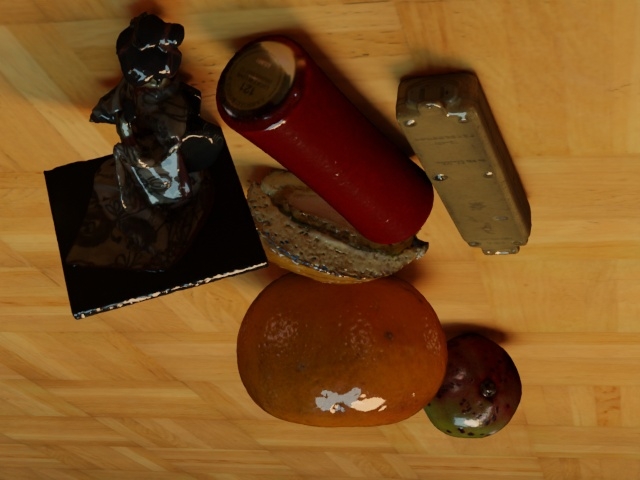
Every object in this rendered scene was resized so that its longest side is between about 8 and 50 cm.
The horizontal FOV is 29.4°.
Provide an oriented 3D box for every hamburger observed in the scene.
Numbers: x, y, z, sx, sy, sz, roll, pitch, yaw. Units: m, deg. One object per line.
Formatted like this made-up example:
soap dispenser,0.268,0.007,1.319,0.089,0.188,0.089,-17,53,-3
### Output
hamburger,0.002,0.003,1.129,0.176,0.087,0.102,9,157,-19

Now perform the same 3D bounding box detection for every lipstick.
lipstick,0.010,-0.071,0.948,0.080,0.080,0.241,-7,157,26

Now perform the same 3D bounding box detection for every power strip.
power strip,0.125,-0.057,1.014,0.064,0.044,0.305,-4,156,18

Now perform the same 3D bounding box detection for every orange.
orange,0.024,0.111,1.297,0.224,0.170,0.224,0,180,0

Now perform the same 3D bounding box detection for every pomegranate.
pomegranate,0.181,0.173,1.509,0.129,0.130,0.159,6,-160,-5

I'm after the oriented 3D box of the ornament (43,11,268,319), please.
ornament,-0.136,-0.081,0.894,0.153,0.166,0.196,-14,141,-10
